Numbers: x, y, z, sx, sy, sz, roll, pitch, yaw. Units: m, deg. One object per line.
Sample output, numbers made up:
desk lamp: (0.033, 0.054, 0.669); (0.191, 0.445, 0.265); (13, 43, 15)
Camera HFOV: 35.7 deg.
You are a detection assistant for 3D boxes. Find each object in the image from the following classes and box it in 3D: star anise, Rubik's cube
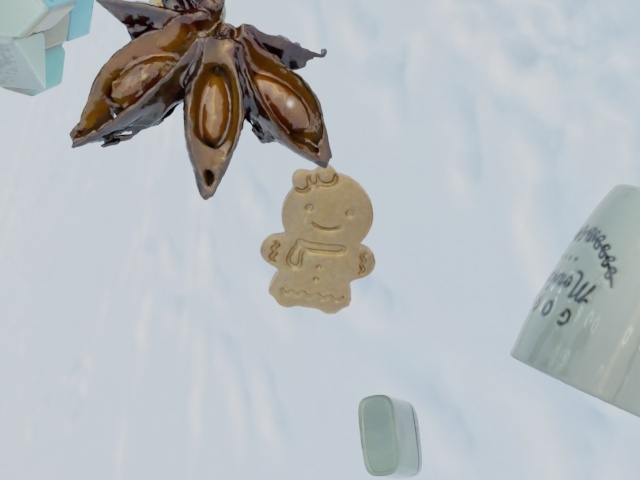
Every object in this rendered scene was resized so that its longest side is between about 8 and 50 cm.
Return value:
star anise: (-0.083, -0.102, 0.637); (0.157, 0.212, 0.053); (-55, 13, -19)
Rubik's cube: (-0.351, -0.257, 0.960); (0.213, 0.265, 0.224); (-57, -19, -65)

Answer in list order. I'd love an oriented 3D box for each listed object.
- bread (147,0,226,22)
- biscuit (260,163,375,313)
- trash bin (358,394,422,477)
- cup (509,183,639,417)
bread: (-0.173, -0.296, 1.293); (0.024, 0.110, 0.110); (116, 158, -54)
biscuit: (0.004, 0.004, 1.142); (0.027, 0.133, 0.184); (-97, 30, -63)
trash bin: (0.102, 0.287, 1.449); (0.059, 0.130, 0.116); (-12, 73, 17)
cup: (0.337, 0.062, 1.163); (0.234, 0.186, 0.258); (-66, 18, -1)
